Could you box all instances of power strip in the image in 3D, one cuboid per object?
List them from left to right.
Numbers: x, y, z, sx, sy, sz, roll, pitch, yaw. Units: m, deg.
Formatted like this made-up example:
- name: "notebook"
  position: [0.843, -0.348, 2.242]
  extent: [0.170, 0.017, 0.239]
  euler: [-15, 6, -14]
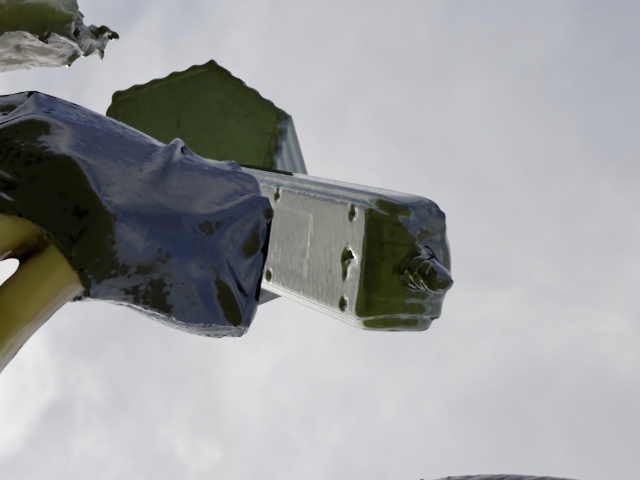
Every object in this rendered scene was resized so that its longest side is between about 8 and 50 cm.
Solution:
- name: "power strip"
  position: [0.000, 0.000, 1.011]
  extent: [0.387, 0.066, 0.092]
  euler: [-162, -105, -66]

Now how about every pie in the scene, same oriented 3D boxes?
- name: "pie"
  position: [-0.283, -0.153, 0.957]
  extent: [0.282, 0.128, 0.068]
  euler: [5, -92, 1]

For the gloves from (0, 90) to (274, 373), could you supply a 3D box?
- name: "gloves"
  position: [-0.186, -0.010, 0.812]
  extent: [0.197, 0.301, 0.152]
  euler: [-137, -141, -58]

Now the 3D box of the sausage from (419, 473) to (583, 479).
- name: "sausage"
  position: [0.074, 0.305, 1.337]
  extent: [0.500, 0.123, 0.136]
  euler: [-18, -123, 24]

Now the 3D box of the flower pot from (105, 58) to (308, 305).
- name: "flower pot"
  position: [-0.128, -0.052, 1.523]
  extent: [0.239, 0.189, 0.209]
  euler: [37, -109, 29]
